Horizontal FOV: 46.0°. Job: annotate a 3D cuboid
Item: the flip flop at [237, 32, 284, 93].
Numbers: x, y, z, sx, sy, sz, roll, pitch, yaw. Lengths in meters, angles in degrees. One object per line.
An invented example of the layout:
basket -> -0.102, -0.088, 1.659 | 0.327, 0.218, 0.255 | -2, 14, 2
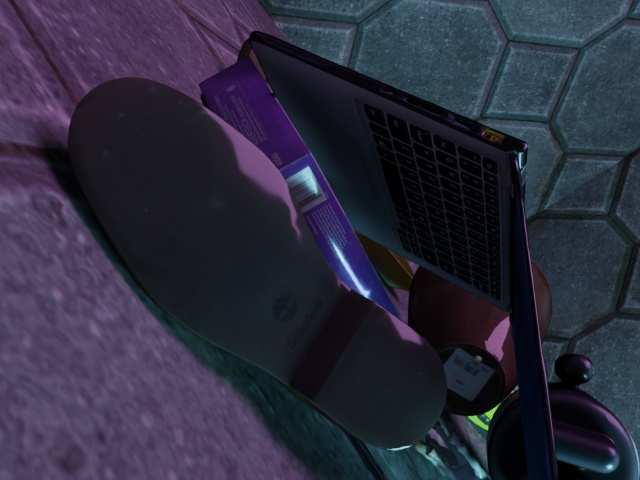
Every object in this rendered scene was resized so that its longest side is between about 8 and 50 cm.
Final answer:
flip flop -> -0.054, -0.224, 1.201 | 0.080, 0.112, 0.277 | 31, -3, 35

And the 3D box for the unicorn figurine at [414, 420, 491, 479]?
unicorn figurine -> 0.144, 0.240, 0.743 | 0.111, 0.060, 0.162 | 51, 13, 0

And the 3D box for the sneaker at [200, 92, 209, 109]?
sneaker -> -0.014, -0.136, 0.901 | 0.106, 0.163, 0.281 | 61, 11, 28

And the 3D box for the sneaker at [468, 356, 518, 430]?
sneaker -> 0.322, 0.288, 1.265 | 0.295, 0.109, 0.123 | 49, 16, -32

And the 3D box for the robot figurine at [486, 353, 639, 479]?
robot figurine -> 0.290, 0.265, 0.942 | 0.173, 0.209, 0.278 | 54, 7, 12

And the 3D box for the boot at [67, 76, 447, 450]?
boot -> -0.052, 0.025, 0.508 | 0.305, 0.112, 0.115 | 47, -18, -18

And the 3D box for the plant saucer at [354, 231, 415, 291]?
plant saucer -> 0.087, -0.009, 1.294 | 0.188, 0.045, 0.188 | 48, 12, -37

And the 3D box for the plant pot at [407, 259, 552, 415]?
plant pot -> 0.211, 0.135, 1.051 | 0.215, 0.215, 0.230 | 54, 25, -7

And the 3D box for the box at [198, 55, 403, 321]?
box -> 0.000, 0.000, 0.678 | 0.293, 0.057, 0.201 | 60, 1, -37

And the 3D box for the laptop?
laptop -> 0.084, 0.069, 0.711 | 0.408, 0.236, 0.382 | 29, -14, 23
